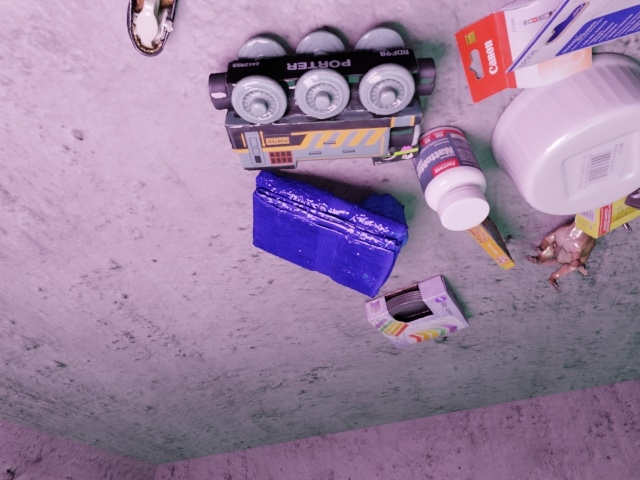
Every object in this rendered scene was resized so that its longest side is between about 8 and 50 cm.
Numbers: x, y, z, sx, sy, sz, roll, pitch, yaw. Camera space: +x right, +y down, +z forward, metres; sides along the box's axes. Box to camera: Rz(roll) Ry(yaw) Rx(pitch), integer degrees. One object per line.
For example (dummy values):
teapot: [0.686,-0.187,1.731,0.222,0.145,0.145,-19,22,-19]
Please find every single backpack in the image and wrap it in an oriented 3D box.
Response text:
backpack: [0.124,-0.030,0.894,0.101,0.120,0.098,26,132,-34]

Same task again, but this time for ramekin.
ramekin: [0.471,-0.171,0.756,0.278,0.135,0.277,-3,141,-3]

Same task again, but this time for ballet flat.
ballet flat: [-0.206,-0.323,0.528,0.074,0.074,0.203,13,137,-23]

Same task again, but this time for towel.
towel: [0.000,0.000,0.847,0.309,0.076,0.227,23,139,10]

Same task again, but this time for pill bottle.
pill bottle: [0.236,-0.112,0.761,0.108,0.180,0.107,-4,141,-3]

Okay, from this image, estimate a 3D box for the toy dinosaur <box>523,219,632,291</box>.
toy dinosaur: [0.622,0.001,1.014,0.200,0.127,0.295,-41,156,-8]

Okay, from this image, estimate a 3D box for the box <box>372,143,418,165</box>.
box: [0.131,-0.181,0.763,0.084,0.052,0.062,-10,141,6]

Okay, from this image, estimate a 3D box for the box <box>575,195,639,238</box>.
box: [0.642,-0.097,0.864,0.233,0.058,0.087,-25,125,-5]

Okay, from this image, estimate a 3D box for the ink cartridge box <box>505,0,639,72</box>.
ink cartridge box: [0.421,-0.323,0.507,0.372,0.069,0.175,-20,171,-4]

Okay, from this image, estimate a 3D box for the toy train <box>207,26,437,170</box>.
toy train: [0.004,-0.205,0.649,0.335,0.142,0.190,-4,145,1]

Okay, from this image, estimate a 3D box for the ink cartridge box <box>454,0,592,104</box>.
ink cartridge box: [0.317,-0.297,0.650,0.180,0.045,0.145,-24,136,16]

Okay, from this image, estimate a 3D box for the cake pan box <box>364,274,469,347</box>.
cake pan box: [0.294,0.222,1.273,0.246,0.070,0.267,-24,137,18]

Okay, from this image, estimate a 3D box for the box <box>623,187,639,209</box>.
box: [0.709,-0.150,0.794,0.183,0.056,0.230,11,107,-22]

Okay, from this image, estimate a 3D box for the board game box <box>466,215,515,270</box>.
board game box: [0.340,-0.039,0.909,0.039,0.124,0.260,-34,134,28]
